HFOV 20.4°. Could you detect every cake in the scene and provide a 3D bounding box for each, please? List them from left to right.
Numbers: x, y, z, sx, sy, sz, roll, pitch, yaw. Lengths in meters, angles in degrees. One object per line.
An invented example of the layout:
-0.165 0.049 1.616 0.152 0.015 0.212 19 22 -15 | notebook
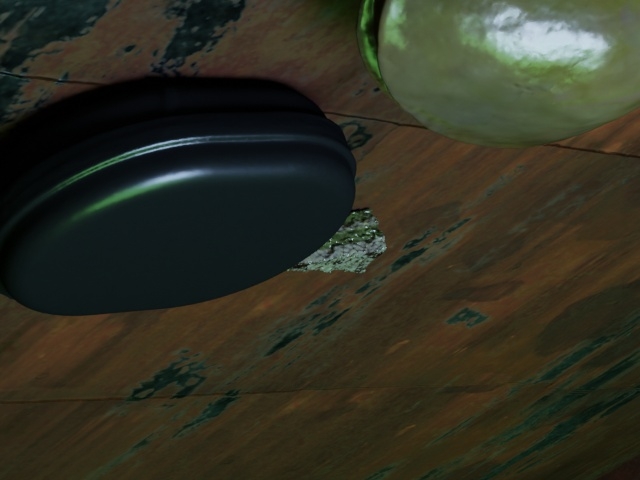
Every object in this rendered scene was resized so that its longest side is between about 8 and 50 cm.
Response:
0.000 0.000 1.609 0.140 0.051 0.055 1 149 -47 | cake

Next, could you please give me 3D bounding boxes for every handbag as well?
-0.120 -0.029 1.382 0.308 0.093 0.254 -3 153 -38 | handbag

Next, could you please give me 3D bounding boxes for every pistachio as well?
0.143 -0.151 1.257 0.260 0.163 0.212 -11 122 -20 | pistachio
